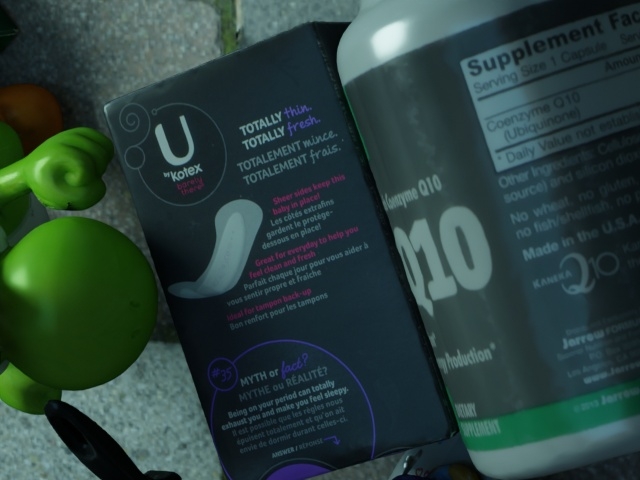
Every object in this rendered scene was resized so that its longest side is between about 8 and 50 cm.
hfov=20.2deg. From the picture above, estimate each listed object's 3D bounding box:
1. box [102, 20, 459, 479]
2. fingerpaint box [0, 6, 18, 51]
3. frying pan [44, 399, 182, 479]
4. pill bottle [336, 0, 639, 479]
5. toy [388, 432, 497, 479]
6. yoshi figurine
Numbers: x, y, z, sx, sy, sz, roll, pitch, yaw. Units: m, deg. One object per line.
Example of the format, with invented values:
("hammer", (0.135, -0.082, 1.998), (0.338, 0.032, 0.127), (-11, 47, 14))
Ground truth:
("box", (-0.004, 0.008, 1.176), (0.165, 0.143, 0.270), (-19, 90, 23))
("fingerpaint box", (-0.517, -0.153, 1.446), (0.445, 0.163, 0.371), (-43, 79, 28))
("frying pan", (-0.111, 0.205, 1.271), (0.326, 0.053, 0.197), (41, 141, -25))
("pill bottle", (0.130, -0.060, 1.056), (0.204, 0.204, 0.361), (-19, 88, 30))
("toy", (0.071, 0.210, 1.178), (0.137, 0.056, 0.237), (-58, 30, 24))
("yoshi figurine", (-0.200, 0.015, 1.229), (0.203, 0.362, 0.203), (-36, 112, 5))
